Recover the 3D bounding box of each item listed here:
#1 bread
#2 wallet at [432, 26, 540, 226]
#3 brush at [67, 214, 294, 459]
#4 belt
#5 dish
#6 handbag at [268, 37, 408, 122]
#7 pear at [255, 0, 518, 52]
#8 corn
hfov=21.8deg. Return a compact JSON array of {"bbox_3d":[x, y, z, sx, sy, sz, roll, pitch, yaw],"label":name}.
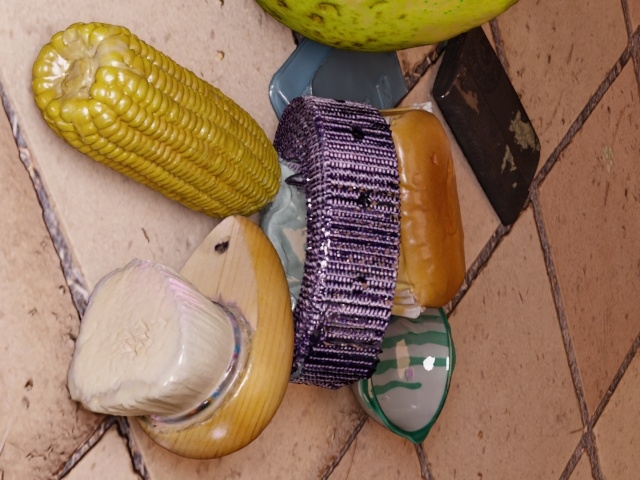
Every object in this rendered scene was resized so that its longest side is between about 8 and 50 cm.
[{"bbox_3d":[0.102,-0.036,1.974,0.136,0.107,0.241,-25,110,-54],"label":"bread"},{"bbox_3d":[0.247,-0.174,2.394,0.321,0.044,0.170,54,45,-46],"label":"wallet"},{"bbox_3d":[-0.130,0.076,1.670,0.166,0.174,0.267,40,52,-41],"label":"brush"},{"bbox_3d":[0.000,0.000,1.807,0.122,0.260,0.325,6,70,-18],"label":"belt"},{"bbox_3d":[0.084,0.133,2.095,0.224,0.078,0.246,-14,99,-53],"label":"dish"},{"bbox_3d":[0.028,-0.177,2.020,0.229,0.062,0.179,-57,139,-42],"label":"handbag"},{"bbox_3d":[0.086,-0.388,1.812,0.391,0.391,0.391,-3,94,-59],"label":"pear"},{"bbox_3d":[-0.149,-0.110,1.661,0.344,0.131,0.131,28,67,-58],"label":"corn"}]
